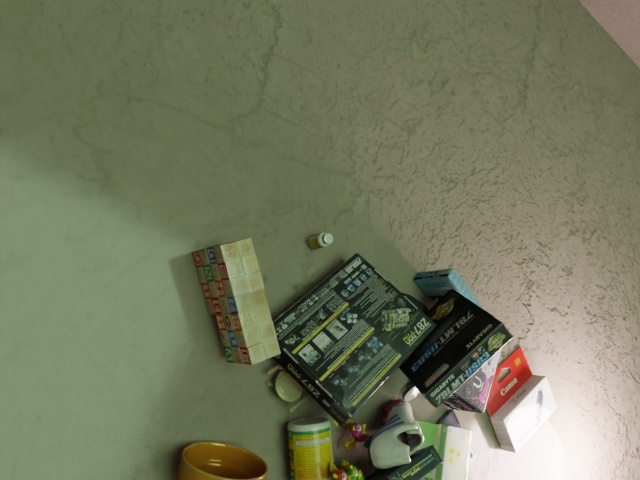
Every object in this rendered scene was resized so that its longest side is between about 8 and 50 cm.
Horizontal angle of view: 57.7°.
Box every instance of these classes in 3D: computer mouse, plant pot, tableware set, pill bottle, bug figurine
[{"bbox_3d":[0.253,0.246,1.833,0.262,0.060,0.184,34,64,-26],"label":"computer mouse"},{"bbox_3d":[-0.244,0.602,1.359,0.205,0.205,0.187,15,89,-32],"label":"plant pot"},{"bbox_3d":[-0.055,0.377,1.612,0.194,0.039,0.128,-27,86,-41],"label":"tableware set"},{"bbox_3d":[-0.024,0.587,1.550,0.118,0.118,0.208,0,83,-35],"label":"pill bottle"},{"bbox_3d":[0.000,0.000,1.681,0.044,0.083,0.043,6,79,-34],"label":"pill bottle"},{"bbox_3d":[0.079,0.562,1.570,0.216,0.072,0.278,61,28,-52],"label":"bug figurine"}]

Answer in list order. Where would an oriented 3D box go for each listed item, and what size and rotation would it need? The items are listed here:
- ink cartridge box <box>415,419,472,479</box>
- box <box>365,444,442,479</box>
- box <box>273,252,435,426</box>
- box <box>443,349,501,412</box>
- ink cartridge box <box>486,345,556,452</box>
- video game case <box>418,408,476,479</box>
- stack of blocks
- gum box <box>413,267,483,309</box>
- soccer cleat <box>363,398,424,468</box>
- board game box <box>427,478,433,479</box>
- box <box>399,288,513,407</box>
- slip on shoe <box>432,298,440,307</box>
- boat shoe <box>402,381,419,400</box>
[{"bbox_3d":[0.372,0.663,1.824,0.235,0.056,0.171,21,72,-33],"label":"ink cartridge box"},{"bbox_3d":[0.206,0.662,1.628,0.184,0.232,0.059,-17,70,-36],"label":"box"},{"bbox_3d":[0.082,0.256,1.606,0.318,0.097,0.395,41,55,15],"label":"box"},{"bbox_3d":[0.472,0.415,1.908,0.163,0.142,0.247,37,64,-24],"label":"box"},{"bbox_3d":[0.715,0.567,2.101,0.296,0.066,0.260,-29,100,-35],"label":"ink cartridge box"},{"bbox_3d":[0.383,0.707,1.871,0.274,0.026,0.196,-34,102,-33],"label":"video game case"},{"bbox_3d":[-0.213,0.152,1.455,0.087,0.171,0.296,-16,92,-36],"label":"stack of blocks"},{"bbox_3d":[0.417,0.174,1.899,0.184,0.157,0.041,50,58,-18],"label":"gum box"},{"bbox_3d":[0.238,0.550,1.657,0.331,0.143,0.115,-24,102,-65],"label":"soccer cleat"},{"bbox_3d":[0.157,0.784,1.580,0.317,0.242,0.064,-8,47,-35],"label":"board game box"},{"bbox_3d":[0.363,0.303,1.697,0.295,0.293,0.073,-43,109,-1],"label":"box"},{"bbox_3d":[0.386,0.258,1.908,0.051,0.041,0.135,-10,111,-63],"label":"slip on shoe"},{"bbox_3d":[0.301,0.460,1.846,0.125,0.038,0.046,-36,131,-25],"label":"boat shoe"}]
